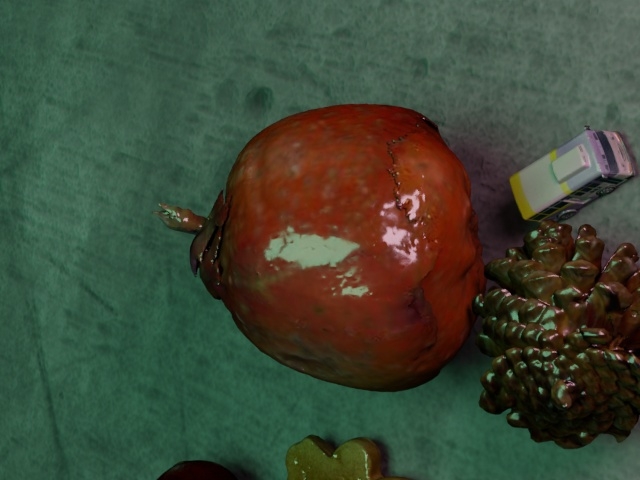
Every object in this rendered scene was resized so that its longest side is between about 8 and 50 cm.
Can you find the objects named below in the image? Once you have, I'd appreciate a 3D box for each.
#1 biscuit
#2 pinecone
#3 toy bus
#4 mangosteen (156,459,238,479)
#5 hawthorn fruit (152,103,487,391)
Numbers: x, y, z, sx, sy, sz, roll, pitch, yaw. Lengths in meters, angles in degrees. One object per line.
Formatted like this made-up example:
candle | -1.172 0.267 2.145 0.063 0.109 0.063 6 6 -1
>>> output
biscuit | 0.045 0.282 1.636 0.225 0.036 0.166 18 100 41
pinecone | 0.214 0.078 1.408 0.179 0.150 0.195 -32 64 38
toy bus | 0.224 -0.058 1.475 0.102 0.058 0.052 -33 64 38
mangosteen | -0.137 0.292 1.763 0.140 0.140 0.140 -5 83 44
hawthorn fruit | 0.000 0.000 1.506 0.307 0.276 0.276 7 91 8
